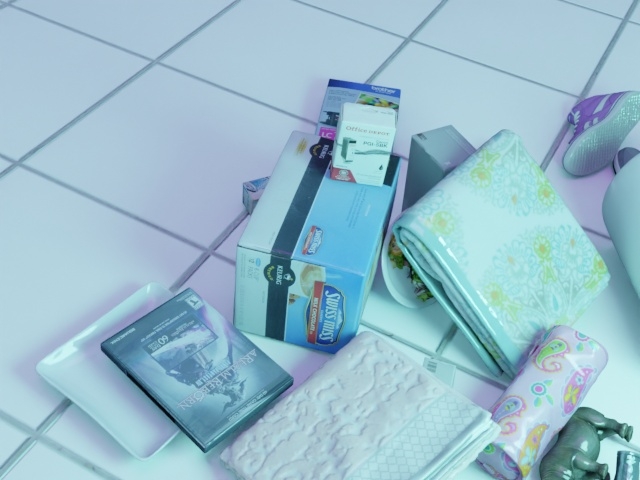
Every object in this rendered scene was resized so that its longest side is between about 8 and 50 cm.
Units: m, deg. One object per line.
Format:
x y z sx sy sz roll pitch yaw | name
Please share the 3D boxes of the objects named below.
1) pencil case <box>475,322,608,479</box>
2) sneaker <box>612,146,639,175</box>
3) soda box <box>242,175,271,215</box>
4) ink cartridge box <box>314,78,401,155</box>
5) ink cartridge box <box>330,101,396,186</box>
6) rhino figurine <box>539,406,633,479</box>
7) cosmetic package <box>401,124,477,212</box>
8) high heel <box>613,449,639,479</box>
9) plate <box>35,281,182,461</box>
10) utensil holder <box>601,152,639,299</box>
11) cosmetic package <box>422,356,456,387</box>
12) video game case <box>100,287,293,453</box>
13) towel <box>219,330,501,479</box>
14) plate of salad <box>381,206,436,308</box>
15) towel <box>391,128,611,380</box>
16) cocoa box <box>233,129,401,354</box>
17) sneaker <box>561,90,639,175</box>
0.358 0.264 1.369 0.124 0.124 0.284 33 62 25 | pencil case
0.763 -0.157 1.833 0.124 0.178 0.295 -8 45 -15 | sneaker
-0.073 -0.106 1.772 0.183 0.058 0.063 -16 49 -22 | soda box
0.093 -0.298 1.989 0.186 0.065 0.311 10 43 3 | ink cartridge box
0.074 -0.169 1.466 0.099 0.135 0.056 7 44 -3 | ink cartridge box
0.414 0.361 1.336 0.106 0.073 0.243 13 42 35 | rhino figurine
0.241 -0.099 1.671 0.107 0.238 0.127 -16 48 -22 | cosmetic package
0.561 0.454 1.280 0.261 0.093 0.186 19 68 -5 | high heel
-0.293 0.221 1.421 0.278 0.045 0.277 32 50 24 | plate
0.735 0.029 1.540 0.327 0.327 0.385 -1 43 -7 | utensil holder
0.167 0.315 1.341 0.060 0.099 0.239 16 45 7 | cosmetic package
-0.209 0.209 1.395 0.274 0.026 0.196 36 52 28 | video game case
0.053 0.305 1.270 0.332 0.053 0.317 -37 40 -22 | towel
0.197 0.032 1.576 0.200 0.200 0.048 -32 22 -33 | plate of salad
0.342 0.028 1.517 0.320 0.090 0.374 -40 99 -28 | towel
0.000 0.000 1.546 0.228 0.231 0.347 14 44 6 | cocoa box
0.644 -0.257 2.001 0.282 0.102 0.161 -41 28 -21 | sneaker
